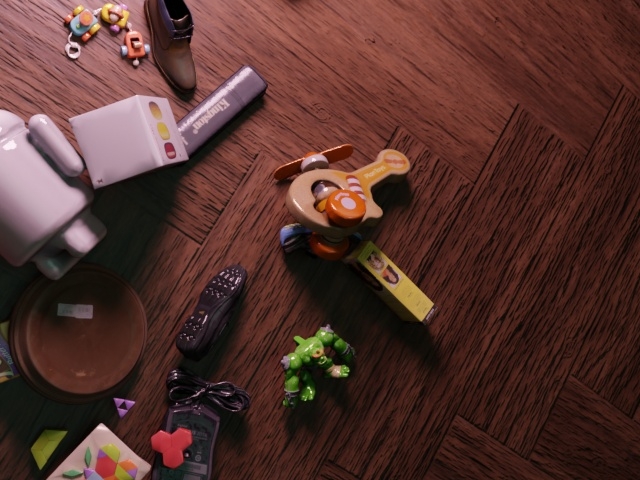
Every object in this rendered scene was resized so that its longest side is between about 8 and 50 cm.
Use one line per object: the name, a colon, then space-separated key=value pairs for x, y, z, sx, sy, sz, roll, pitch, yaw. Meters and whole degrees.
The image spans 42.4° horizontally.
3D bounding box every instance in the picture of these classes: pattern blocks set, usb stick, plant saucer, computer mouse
pattern blocks set: x=-0.430 y=0.464 z=1.598 sx=0.285 sy=0.026 sz=0.324 roll=28 pitch=83 yaw=-2
usb stick: x=-0.226 y=-0.264 z=1.737 sx=0.278 sy=0.045 sz=0.077 roll=-45 pitch=105 yaw=-17
plant saucer: x=-0.458 y=0.179 z=1.596 sx=0.278 sy=0.041 sz=0.277 roll=5 pitch=82 yaw=-37
computer mouse: x=-0.267 y=0.414 z=1.699 sx=0.188 sy=0.072 sz=0.272 roll=22 pitch=70 yaw=-17

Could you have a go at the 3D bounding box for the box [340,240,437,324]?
box: x=0.156 y=0.098 z=1.878 sx=0.232 sy=0.087 sz=0.058 roll=43 pitch=71 yaw=-16

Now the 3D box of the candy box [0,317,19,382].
candy box: x=-0.609 y=0.212 z=1.558 sx=0.187 sy=0.053 sz=0.109 roll=-20 pitch=97 yaw=-22

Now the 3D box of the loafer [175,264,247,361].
loafer: x=-0.221 y=0.151 z=1.725 sx=0.223 sy=0.076 sz=0.078 roll=-59 pitch=146 yaw=-21

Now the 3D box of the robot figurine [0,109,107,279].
robot figurine: x=-0.558 y=-0.094 z=1.498 sx=0.300 sy=0.200 sz=0.353 roll=-39 pitch=102 yaw=17

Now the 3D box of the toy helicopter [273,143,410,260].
toy helicopter: x=0.061 y=-0.127 z=1.813 sx=0.235 sy=0.140 sz=0.355 roll=43 pitch=48 yaw=18

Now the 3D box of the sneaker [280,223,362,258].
sneaker: x=0.000 y=0.000 z=1.828 sx=0.188 sy=0.067 sz=0.078 roll=-4 pitch=104 yaw=-22

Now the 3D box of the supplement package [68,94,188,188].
supplement package: x=-0.353 y=-0.187 z=1.555 sx=0.134 sy=0.244 sz=0.139 roll=-19 pitch=98 yaw=4

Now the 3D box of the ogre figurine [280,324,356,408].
ogre figurine: x=-0.016 y=0.268 z=1.799 sx=0.197 sy=0.097 sz=0.118 roll=-27 pitch=118 yaw=-7

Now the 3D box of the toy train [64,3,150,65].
toy train: x=-0.426 y=-0.415 z=1.652 sx=0.166 sy=0.046 sz=0.125 roll=-6 pitch=91 yaw=-24

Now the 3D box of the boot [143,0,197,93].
boot: x=-0.297 y=-0.410 z=1.675 sx=0.082 sy=0.106 sz=0.219 roll=-24 pitch=98 yaw=-22
